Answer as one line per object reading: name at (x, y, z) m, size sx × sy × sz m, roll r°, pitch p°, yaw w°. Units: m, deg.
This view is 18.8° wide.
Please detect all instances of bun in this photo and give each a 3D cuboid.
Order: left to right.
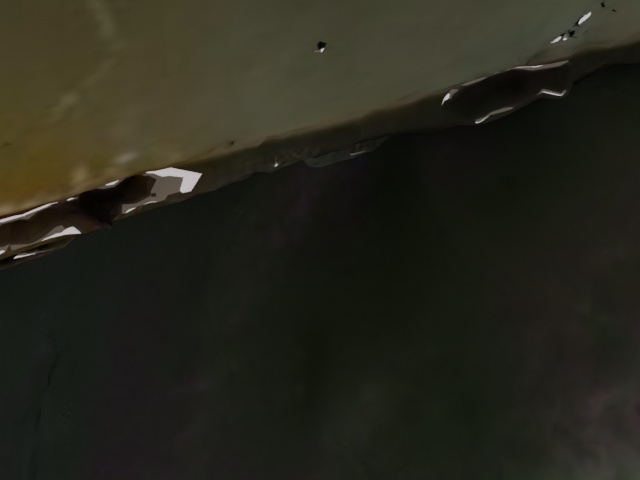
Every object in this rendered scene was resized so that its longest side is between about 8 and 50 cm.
bun at (0.000, 0.000, 0.510) m, size 0.293 × 0.187 × 0.293 m, roll -33°, pitch -163°, yaw 11°

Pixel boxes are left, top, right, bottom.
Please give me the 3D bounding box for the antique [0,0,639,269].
antique at (-0.017, -0.086, 0.368) m, size 0.284 × 0.150 × 0.125 m, roll -26°, pitch 154°, yaw -21°
